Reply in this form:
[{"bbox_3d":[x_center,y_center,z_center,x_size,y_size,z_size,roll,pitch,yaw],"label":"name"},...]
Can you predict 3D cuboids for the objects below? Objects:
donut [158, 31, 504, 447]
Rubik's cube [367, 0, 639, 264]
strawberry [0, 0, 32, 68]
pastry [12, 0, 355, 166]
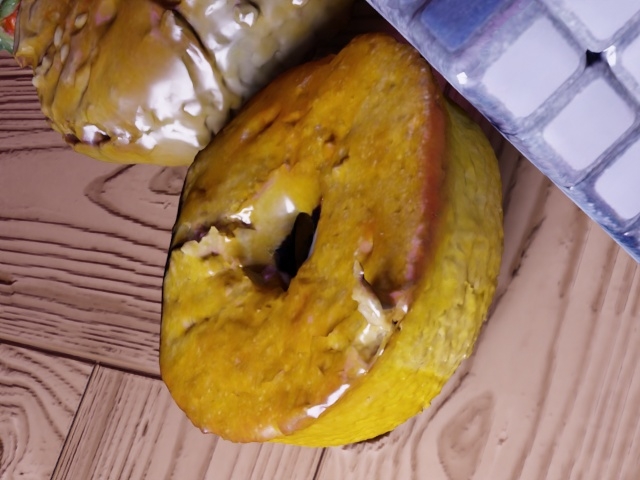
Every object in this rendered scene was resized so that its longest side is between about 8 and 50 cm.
[{"bbox_3d":[0.000,0.002,0.751,0.253,0.118,0.253,-23,57,41],"label":"donut"},{"bbox_3d":[0.153,-0.151,0.616,0.237,0.238,0.237,-45,42,12],"label":"Rubik's cube"},{"bbox_3d":[-0.205,-0.250,1.080,0.106,0.188,0.286,22,63,16],"label":"strawberry"},{"bbox_3d":[-0.086,-0.195,0.924,0.311,0.162,0.255,-55,52,19],"label":"pastry"}]
